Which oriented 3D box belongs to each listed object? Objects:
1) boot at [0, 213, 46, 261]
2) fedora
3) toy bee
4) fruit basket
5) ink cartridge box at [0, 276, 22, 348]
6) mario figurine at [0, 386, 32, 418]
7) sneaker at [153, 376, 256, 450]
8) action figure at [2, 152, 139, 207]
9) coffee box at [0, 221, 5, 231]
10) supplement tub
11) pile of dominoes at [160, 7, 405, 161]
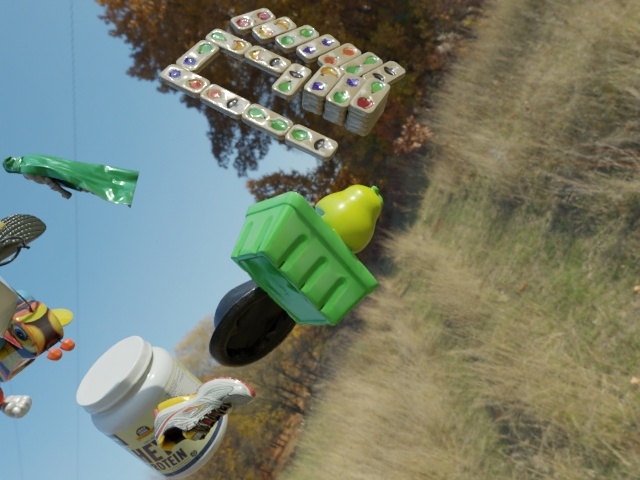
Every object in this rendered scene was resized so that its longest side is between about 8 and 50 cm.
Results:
[{"bbox_3d":[-0.845,0.033,1.329,0.161,0.083,0.246,-44,3,37],"label":"boot"},{"bbox_3d":[-0.222,0.229,1.594,0.334,0.152,0.334,-25,-45,-27],"label":"fedora"},{"bbox_3d":[-0.488,0.159,0.825,0.195,0.162,0.298,-48,-5,-35],"label":"toy bee"},{"bbox_3d":[0.000,0.000,1.384,0.283,0.392,0.392,-11,48,51],"label":"fruit basket"},{"bbox_3d":[-0.403,0.019,0.565,0.066,0.189,0.232,-43,-7,-20],"label":"ink cartridge box"},{"bbox_3d":[-0.770,0.308,1.173,0.320,0.198,0.170,20,103,59],"label":"mario figurine"},{"bbox_3d":[-0.222,0.340,0.992,0.088,0.225,0.093,52,-164,-39],"label":"sneaker"},{"bbox_3d":[-0.473,-0.119,0.972,0.137,0.232,0.063,-110,39,-57],"label":"action figure"},{"bbox_3d":[-0.705,0.016,0.967,0.040,0.113,0.184,-14,45,55],"label":"coffee box"},{"bbox_3d":[-0.417,0.420,1.291,0.235,0.325,0.235,-28,29,17],"label":"supplement tub"},{"bbox_3d":[-0.037,-0.213,0.621,0.196,0.251,0.040,-56,-12,-30],"label":"pile of dominoes"}]
